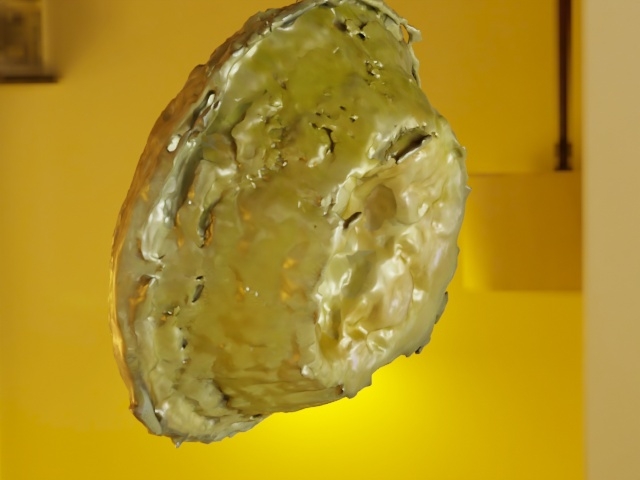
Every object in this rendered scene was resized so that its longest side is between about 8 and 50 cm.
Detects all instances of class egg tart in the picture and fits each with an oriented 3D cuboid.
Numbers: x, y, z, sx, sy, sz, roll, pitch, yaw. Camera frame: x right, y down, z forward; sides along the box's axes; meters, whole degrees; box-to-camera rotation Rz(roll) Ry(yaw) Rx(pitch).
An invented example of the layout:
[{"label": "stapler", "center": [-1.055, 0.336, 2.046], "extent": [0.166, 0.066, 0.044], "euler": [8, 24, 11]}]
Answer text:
[{"label": "egg tart", "center": [0.000, 0.000, 0.942], "extent": [0.120, 0.315, 0.315], "euler": [23, -163, 29]}]
